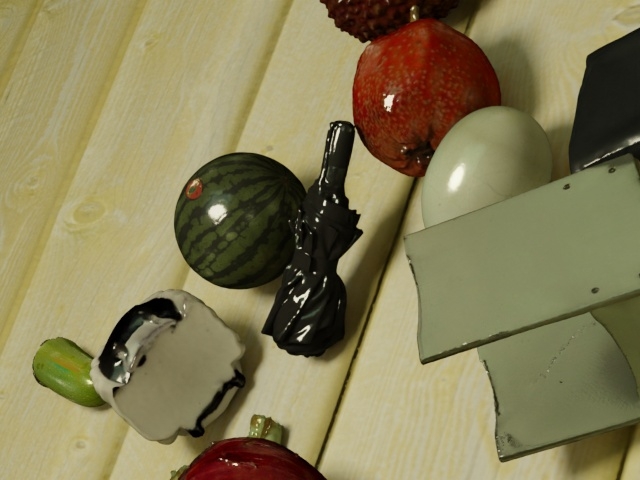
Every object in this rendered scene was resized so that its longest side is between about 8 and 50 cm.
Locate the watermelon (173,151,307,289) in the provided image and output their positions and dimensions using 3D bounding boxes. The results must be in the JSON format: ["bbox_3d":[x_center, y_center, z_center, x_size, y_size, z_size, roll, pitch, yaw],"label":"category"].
[{"bbox_3d":[-0.119,-0.029,2.019,0.212,0.212,0.212,-28,47,35],"label":"watermelon"}]

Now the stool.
[{"bbox_3d":[0.261,0.079,1.420,0.270,0.243,0.170,-20,49,16],"label":"stool"}]

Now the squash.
[{"bbox_3d":[-0.413,0.231,2.277,0.188,0.095,0.095,19,80,53],"label":"squash"}]

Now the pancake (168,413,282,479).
[{"bbox_3d":[-0.175,0.401,1.924,0.376,0.054,0.197,-47,40,13],"label":"pancake"}]

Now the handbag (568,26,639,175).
[{"bbox_3d":[0.439,-0.141,1.479,0.302,0.178,0.275,-24,34,36],"label":"handbag"}]

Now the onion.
[{"bbox_3d":[-0.100,0.381,1.683,0.276,0.276,0.276,-28,47,35],"label":"onion"}]

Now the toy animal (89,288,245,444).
[{"bbox_3d":[-0.227,0.190,2.012,0.208,0.204,0.156,-51,15,-11],"label":"toy animal"}]

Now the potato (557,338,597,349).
[{"bbox_3d":[0.303,0.132,1.555,0.092,0.045,0.046,-5,45,39],"label":"potato"}]

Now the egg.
[{"bbox_3d":[0.210,-0.072,1.718,0.209,0.151,0.151,-62,36,10],"label":"egg"}]

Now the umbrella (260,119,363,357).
[{"bbox_3d":[0.000,0.000,1.867,0.118,0.118,0.340,27,110,53],"label":"umbrella"}]

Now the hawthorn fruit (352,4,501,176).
[{"bbox_3d":[0.144,-0.217,1.855,0.205,0.205,0.253,-24,51,38],"label":"hawthorn fruit"}]

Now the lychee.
[{"bbox_3d":[0.112,-0.437,1.992,0.304,0.276,0.275,-60,33,29],"label":"lychee"}]
